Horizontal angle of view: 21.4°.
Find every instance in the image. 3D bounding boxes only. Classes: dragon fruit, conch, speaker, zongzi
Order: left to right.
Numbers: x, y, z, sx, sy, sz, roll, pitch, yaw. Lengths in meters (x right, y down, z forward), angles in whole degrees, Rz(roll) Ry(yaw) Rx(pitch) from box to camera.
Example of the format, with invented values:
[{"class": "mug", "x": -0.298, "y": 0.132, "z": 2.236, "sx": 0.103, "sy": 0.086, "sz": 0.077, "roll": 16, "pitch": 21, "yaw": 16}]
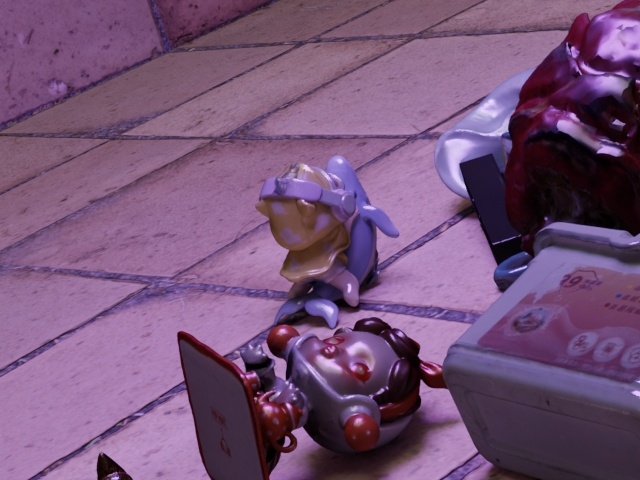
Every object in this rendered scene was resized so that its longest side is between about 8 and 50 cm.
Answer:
[{"class": "zongzi", "x": -0.185, "y": 0.247, "z": 1.595, "sx": 0.067, "sy": 0.073, "sz": 0.083, "roll": -21, "pitch": 58, "yaw": -10}, {"class": "speaker", "x": 0.205, "y": -0.036, "z": 1.994, "sx": 0.046, "sy": 0.040, "sz": 0.191, "roll": -17, "pitch": 33, "yaw": 2}, {"class": "conch", "x": 0.255, "y": -0.121, "z": 2.140, "sx": 0.221, "sy": 0.121, "sz": 0.185, "roll": -33, "pitch": 29, "yaw": 4}, {"class": "dragon fruit", "x": 0.334, "y": -0.088, "z": 1.679, "sx": 0.329, "sy": 0.329, "sz": 0.329, "roll": -16, "pitch": 18, "yaw": 5}]

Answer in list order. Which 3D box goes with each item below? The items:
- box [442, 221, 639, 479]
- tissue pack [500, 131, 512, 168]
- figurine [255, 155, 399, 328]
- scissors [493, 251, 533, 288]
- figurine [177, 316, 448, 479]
[{"class": "box", "x": 0.255, "y": 0.113, "z": 1.403, "sx": 0.182, "sy": 0.175, "sz": 0.312, "roll": -38, "pitch": 25, "yaw": -27}, {"class": "tissue pack", "x": 0.363, "y": -0.096, "z": 1.968, "sx": 0.257, "sy": 0.081, "sz": 0.185, "roll": -11, "pitch": 18, "yaw": -16}, {"class": "figurine", "x": 0.000, "y": 0.000, "z": 1.962, "sx": 0.128, "sy": 0.184, "sz": 0.208, "roll": -2, "pitch": 66, "yaw": 42}, {"class": "scissors", "x": 0.330, "y": -0.004, "z": 1.854, "sx": 0.289, "sy": 0.041, "sz": 0.138, "roll": -21, "pitch": 11, "yaw": -9}, {"class": "figurine", "x": 0.012, "y": 0.144, "z": 1.573, "sx": 0.226, "sy": 0.160, "sz": 0.183, "roll": -16, "pitch": 17, "yaw": -21}]
